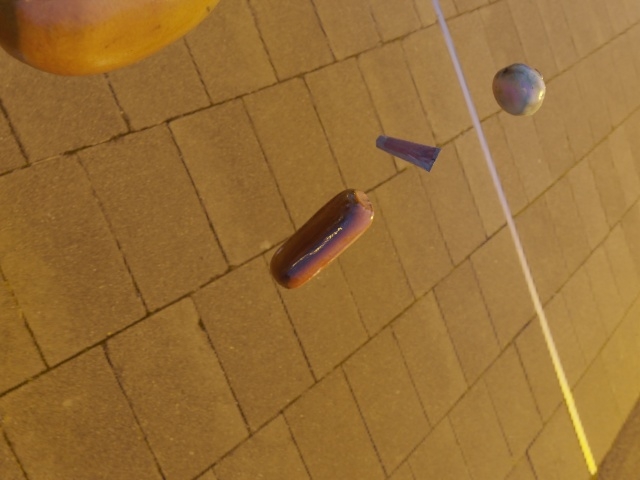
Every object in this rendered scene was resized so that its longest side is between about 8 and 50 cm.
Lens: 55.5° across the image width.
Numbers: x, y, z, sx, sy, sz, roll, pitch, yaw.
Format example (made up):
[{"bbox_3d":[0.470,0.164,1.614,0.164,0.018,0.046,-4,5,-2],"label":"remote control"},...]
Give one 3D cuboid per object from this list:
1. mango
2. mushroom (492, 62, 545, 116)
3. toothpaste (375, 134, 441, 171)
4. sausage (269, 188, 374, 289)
[{"bbox_3d":[-0.224,-0.302,0.684,0.317,0.211,0.173,-30,76,-11],"label":"mango"},{"bbox_3d":[0.296,-0.224,0.899,0.067,0.083,0.083,-30,105,-7],"label":"mushroom"},{"bbox_3d":[0.225,-0.235,1.584,0.043,0.194,0.067,27,92,-47],"label":"toothpaste"},{"bbox_3d":[0.000,0.000,1.303,0.105,0.274,0.105,42,20,-19],"label":"sausage"}]
